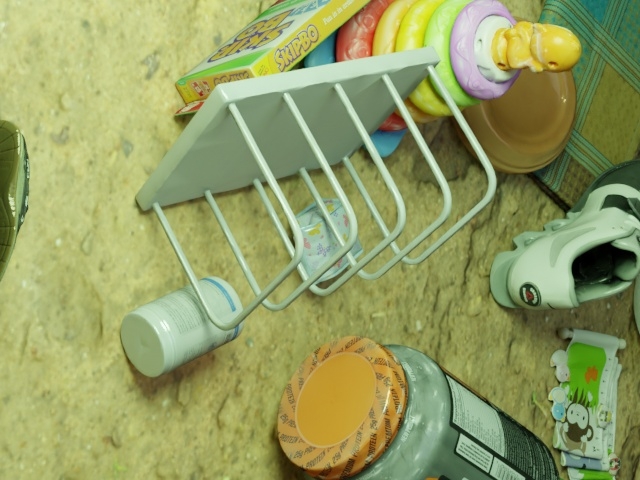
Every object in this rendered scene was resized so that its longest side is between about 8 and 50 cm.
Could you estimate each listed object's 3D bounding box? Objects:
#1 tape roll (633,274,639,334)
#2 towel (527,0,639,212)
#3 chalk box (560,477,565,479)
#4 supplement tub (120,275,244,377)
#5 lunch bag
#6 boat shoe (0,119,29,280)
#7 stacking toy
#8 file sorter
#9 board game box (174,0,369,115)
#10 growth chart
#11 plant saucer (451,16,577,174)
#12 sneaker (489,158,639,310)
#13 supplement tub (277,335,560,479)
[{"bbox_3d":[0.595,0.087,1.885,0.169,0.246,0.246,11,84,-45],"label":"tape roll"},{"bbox_3d":[0.369,-0.225,1.798,0.271,0.040,0.370,36,69,-38],"label":"towel"},{"bbox_3d":[0.269,0.371,1.639,0.213,0.132,0.132,31,66,-34],"label":"chalk box"},{"bbox_3d":[-0.134,0.083,1.295,0.107,0.071,0.071,-23,107,-41],"label":"supplement tub"},{"bbox_3d":[0.000,0.000,1.435,0.083,0.053,0.071,-42,122,-46],"label":"lunch bag"},{"bbox_3d":[-0.280,-0.027,1.160,0.049,0.056,0.152,19,82,-76],"label":"boat shoe"},{"bbox_3d":[0.148,-0.198,1.397,0.175,0.301,0.166,47,61,-34],"label":"stacking toy"},{"bbox_3d":[0.005,-0.049,1.290,0.277,0.193,0.173,-17,72,-40],"label":"file sorter"},{"bbox_3d":[-0.037,-0.210,1.339,0.259,0.124,0.039,-48,118,-32],"label":"board game box"},{"bbox_3d":[0.371,0.236,1.827,0.172,0.021,0.237,1,90,-43],"label":"growth chart"},{"bbox_3d":[0.247,-0.183,1.646,0.200,0.037,0.200,3,85,-30],"label":"plant saucer"},{"bbox_3d":[0.382,0.004,1.713,0.330,0.146,0.122,-35,119,-30],"label":"sneaker"},{"bbox_3d":[0.109,0.238,1.452,0.316,0.193,0.194,37,67,-38],"label":"supplement tub"}]
